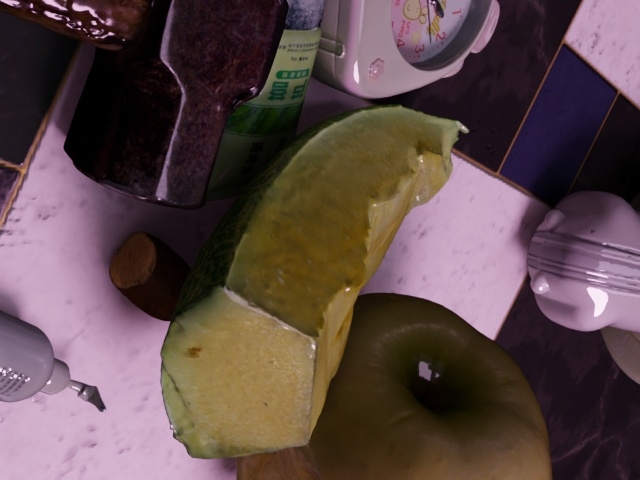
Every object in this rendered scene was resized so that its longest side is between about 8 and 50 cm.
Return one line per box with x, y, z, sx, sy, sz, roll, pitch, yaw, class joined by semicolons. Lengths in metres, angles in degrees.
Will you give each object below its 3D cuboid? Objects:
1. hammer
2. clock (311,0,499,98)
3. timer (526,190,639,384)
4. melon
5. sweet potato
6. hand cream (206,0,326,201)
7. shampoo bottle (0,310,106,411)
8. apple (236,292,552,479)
-0.190;-0.163;0.517;0.409;0.095;0.242;10;105;-43;hammer
0.076;-0.197;0.773;0.191;0.062;0.151;-18;124;-39;clock
0.366;0.038;1.101;0.315;0.291;0.291;11;105;-24;timer
0.000;0.000;0.742;0.323;0.124;0.196;-57;169;-41;melon
-0.109;0.041;0.731;0.049;0.049;0.117;-50;138;-13;sweet potato
-0.038;-0.111;0.717;0.095;0.046;0.175;-17;128;-50;hand cream
-0.215;0.071;0.636;0.056;0.056;0.195;-57;141;-4;shampoo bottle
0.054;0.181;0.822;0.279;0.279;0.279;-24;128;-35;apple
